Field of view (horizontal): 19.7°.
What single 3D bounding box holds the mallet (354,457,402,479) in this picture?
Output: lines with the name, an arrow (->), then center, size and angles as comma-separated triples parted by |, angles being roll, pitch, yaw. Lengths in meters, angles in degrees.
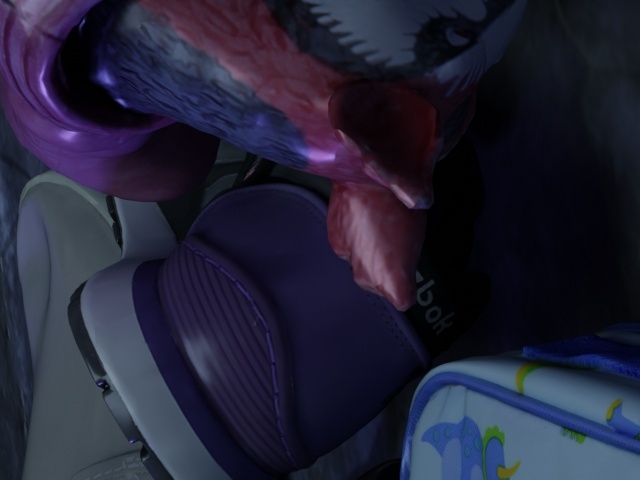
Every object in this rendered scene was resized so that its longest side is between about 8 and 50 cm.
mallet -> 0.044, 0.174, 0.659 | 0.062, 0.039, 0.189 | -37, 68, 60

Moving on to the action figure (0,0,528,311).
action figure -> -0.068, -0.138, 0.471 | 0.248, 0.276, 0.370 | -60, 45, 34

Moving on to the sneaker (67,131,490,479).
sneaker -> 0.000, 0.000, 0.633 | 0.107, 0.124, 0.283 | 57, -174, -17

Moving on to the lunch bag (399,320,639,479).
lunch bag -> 0.101, 0.112, 0.451 | 0.219, 0.090, 0.176 | -169, 72, -65

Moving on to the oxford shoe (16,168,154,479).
oxford shoe -> -0.088, 0.175, 0.823 | 0.169, 0.130, 0.449 | 138, 121, -62
